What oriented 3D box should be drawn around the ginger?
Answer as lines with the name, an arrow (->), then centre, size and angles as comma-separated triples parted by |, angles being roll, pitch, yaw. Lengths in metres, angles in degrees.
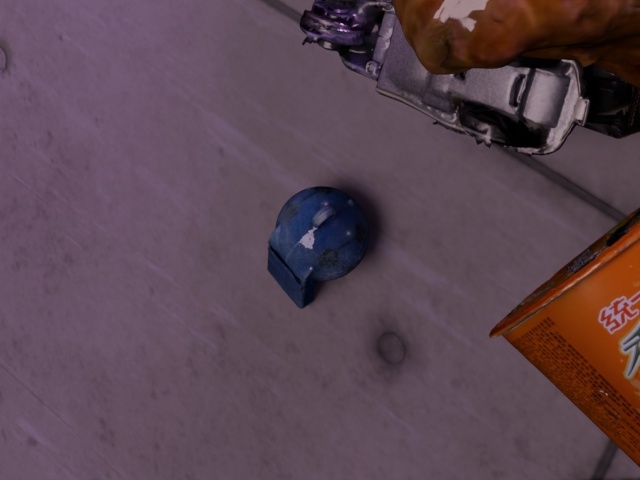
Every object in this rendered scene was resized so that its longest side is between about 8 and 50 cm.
ginger -> 0.200, -0.175, 1.050 | 0.165, 0.321, 0.172 | 171, 104, -68

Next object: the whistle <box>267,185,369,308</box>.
whistle -> 0.000, 0.000, 1.403 | 0.090, 0.090, 0.158 | 56, 169, 13

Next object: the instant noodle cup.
instant noodle cup -> 0.261, 0.064, 1.110 | 0.182, 0.230, 0.230 | 52, 129, 5

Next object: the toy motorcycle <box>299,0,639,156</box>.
toy motorcycle -> 0.111, -0.139, 1.210 | 0.263, 0.157, 0.091 | 25, 115, 31
